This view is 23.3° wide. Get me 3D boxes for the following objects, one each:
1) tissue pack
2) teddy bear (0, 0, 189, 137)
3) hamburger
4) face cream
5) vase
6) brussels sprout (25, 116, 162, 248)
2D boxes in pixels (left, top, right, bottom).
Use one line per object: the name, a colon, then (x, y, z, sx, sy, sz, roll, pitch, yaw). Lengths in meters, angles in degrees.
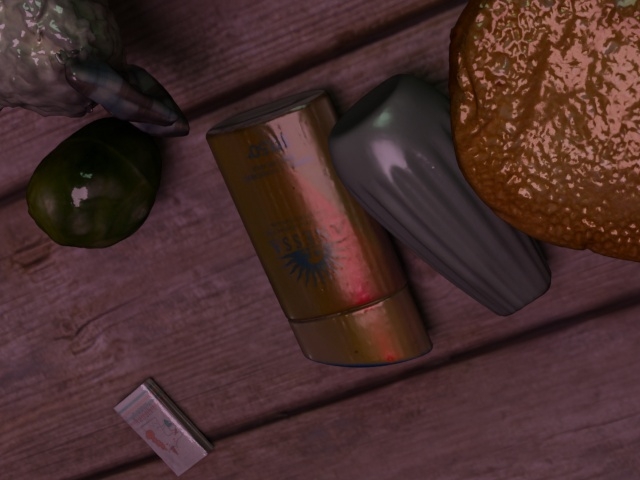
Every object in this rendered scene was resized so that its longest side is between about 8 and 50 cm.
tissue pack: (-0.172, 0.206, 1.712, 0.056, 0.023, 0.108, -38, 97, 28)
teddy bear: (-0.361, -0.185, 1.440, 0.375, 0.327, 0.362, -25, 78, 4)
hamburger: (0.268, -0.131, 1.327, 0.314, 0.170, 0.290, 15, 120, 12)
face cream: (0.000, 0.000, 1.536, 0.139, 0.067, 0.285, -16, 107, 27)
vase: (0.119, -0.034, 1.454, 0.128, 0.128, 0.248, -33, 108, 28)
brussels sprout: (-0.224, -0.052, 1.552, 0.117, 0.155, 0.155, 38, 119, -1)
